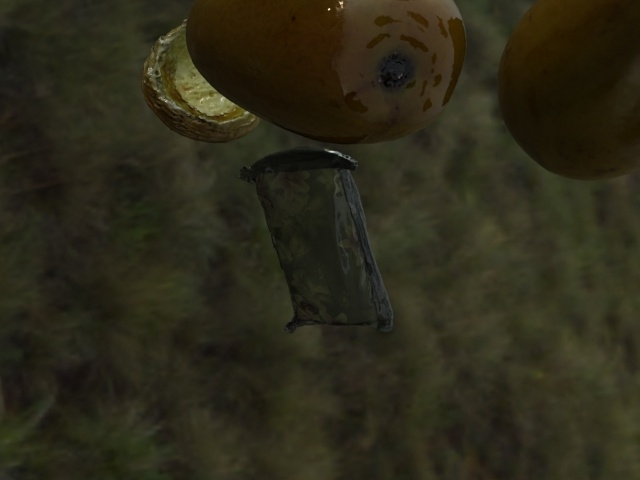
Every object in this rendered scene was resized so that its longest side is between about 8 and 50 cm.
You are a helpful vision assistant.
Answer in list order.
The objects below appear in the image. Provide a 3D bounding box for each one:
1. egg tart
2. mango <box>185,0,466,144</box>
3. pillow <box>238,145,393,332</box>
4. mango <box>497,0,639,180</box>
[{"bbox_3d":[-0.164,-0.233,2.149,0.090,0.213,0.212,119,-32,-65],"label":"egg tart"},{"bbox_3d":[-0.007,-0.232,1.672,0.264,0.378,0.221,-11,110,-41],"label":"mango"},{"bbox_3d":[0.000,0.000,1.842,0.059,0.169,0.255,-48,127,-60],"label":"pillow"},{"bbox_3d":[0.416,-0.250,1.796,0.300,0.446,0.232,19,44,-33],"label":"mango"}]
